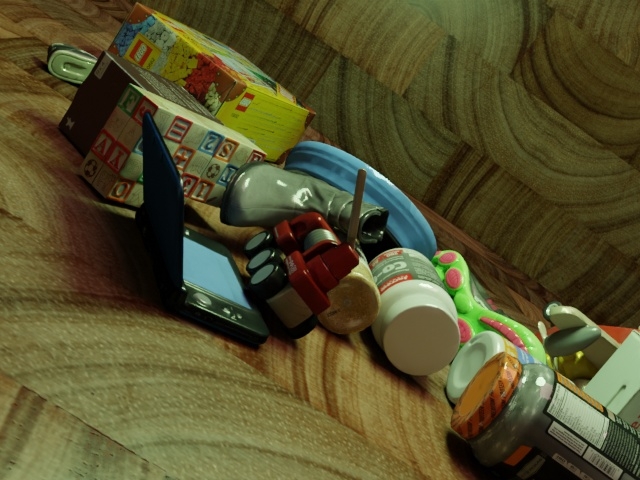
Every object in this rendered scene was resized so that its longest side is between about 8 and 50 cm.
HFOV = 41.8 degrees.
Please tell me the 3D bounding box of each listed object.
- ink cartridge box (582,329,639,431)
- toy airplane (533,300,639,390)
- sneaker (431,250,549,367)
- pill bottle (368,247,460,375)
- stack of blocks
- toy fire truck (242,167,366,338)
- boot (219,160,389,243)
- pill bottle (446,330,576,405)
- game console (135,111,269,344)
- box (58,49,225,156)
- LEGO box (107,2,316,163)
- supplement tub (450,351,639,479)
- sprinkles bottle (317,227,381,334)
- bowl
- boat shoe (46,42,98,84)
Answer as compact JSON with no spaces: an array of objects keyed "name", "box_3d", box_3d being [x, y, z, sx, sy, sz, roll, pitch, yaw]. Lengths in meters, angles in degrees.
[{"name":"ink cartridge box","box_3d":[0.753,0.413,1.796,0.384,0.279,0.160,32,12,-14]},{"name":"toy airplane","box_3d":[0.705,0.308,2.088,0.386,0.272,0.384,24,-21,9]},{"name":"sneaker","box_3d":[0.337,0.196,1.855,0.202,0.185,0.483,48,5,-39]},{"name":"pill bottle","box_3d":[0.168,0.130,1.582,0.161,0.161,0.283,33,13,-12]},{"name":"stack of blocks","box_3d":[-0.245,-0.134,1.442,0.087,0.171,0.297,39,12,31]},{"name":"toy fire truck","box_3d":[0.000,0.000,1.340,0.158,0.246,0.217,54,6,-21]},{"name":"boot","box_3d":[-0.013,-0.059,1.520,0.222,0.118,0.338,22,19,24]},{"name":"pill bottle","box_3d":[0.382,0.296,1.554,0.272,0.152,0.152,32,13,-14]},{"name":"game console","box_3d":[-0.172,-0.022,1.232,0.250,0.173,0.293,27,16,-31]},{"name":"box","box_3d":[-0.323,-0.208,1.524,0.167,0.168,0.203,43,15,32]},{"name":"LEGO box","box_3d":[-0.289,-0.414,2.305,0.372,0.193,0.500,40,13,18]},{"name":"supplement tub","box_3d":[0.378,0.328,1.336,0.316,0.194,0.193,35,13,1]},{"name":"sprinkles bottle","box_3d":[0.031,0.053,1.601,0.121,0.121,0.355,32,13,-14]},{"name":"bowl","box_3d":[0.072,-0.055,1.838,0.391,0.077,0.391,34,-17,12]},{"name":"boat shoe","box_3d":[-0.495,-0.369,1.861,0.233,0.084,0.079,22,18,-36]}]
